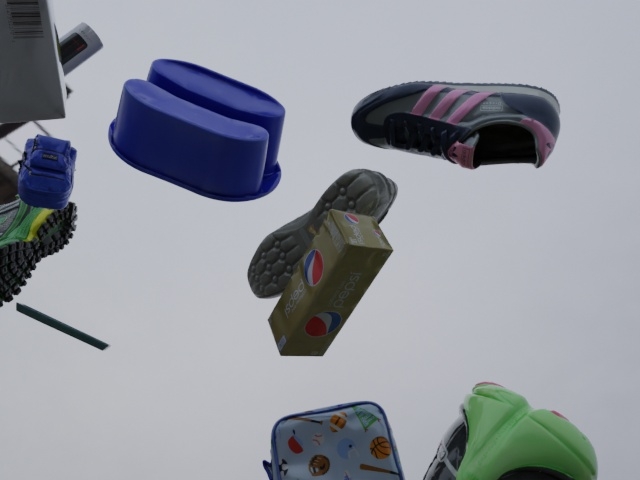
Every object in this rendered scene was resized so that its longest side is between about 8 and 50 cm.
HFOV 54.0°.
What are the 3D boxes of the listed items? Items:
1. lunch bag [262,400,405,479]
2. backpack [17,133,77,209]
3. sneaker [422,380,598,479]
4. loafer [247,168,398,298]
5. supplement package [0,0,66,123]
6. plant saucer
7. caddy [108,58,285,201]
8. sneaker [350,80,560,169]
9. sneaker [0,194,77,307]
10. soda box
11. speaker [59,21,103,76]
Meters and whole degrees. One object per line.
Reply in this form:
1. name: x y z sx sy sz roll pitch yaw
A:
1. lunch bag: 0.029 0.439 1.113 0.243 0.303 0.115 -12 -34 -1
2. backpack: -0.493 -0.122 1.126 0.098 0.120 0.101 7 -35 -19
3. sneaker: 0.180 0.351 0.679 0.202 0.185 0.482 -39 -50 -24
4. loafer: 0.000 0.000 1.042 0.319 0.112 0.112 -37 -22 33
5. supplement package: -0.445 -0.290 0.790 0.204 0.145 0.261 -8 -63 -19
6. plant saucer: -0.509 0.173 1.244 0.192 0.018 0.067 27 -14 -8
7. caddy: -0.230 -0.197 1.198 0.342 0.241 0.179 22 -52 1
8. sneaker: 0.189 -0.164 0.940 0.319 0.131 0.112 0 -44 20
9. sneaker: -0.647 0.019 1.267 0.147 0.343 0.134 16 -56 9
10. soda box: 0.007 0.053 0.712 0.061 0.058 0.181 8 -51 -31
11. speaker: -0.441 -0.314 1.077 0.136 0.055 0.055 -45 -52 -19
